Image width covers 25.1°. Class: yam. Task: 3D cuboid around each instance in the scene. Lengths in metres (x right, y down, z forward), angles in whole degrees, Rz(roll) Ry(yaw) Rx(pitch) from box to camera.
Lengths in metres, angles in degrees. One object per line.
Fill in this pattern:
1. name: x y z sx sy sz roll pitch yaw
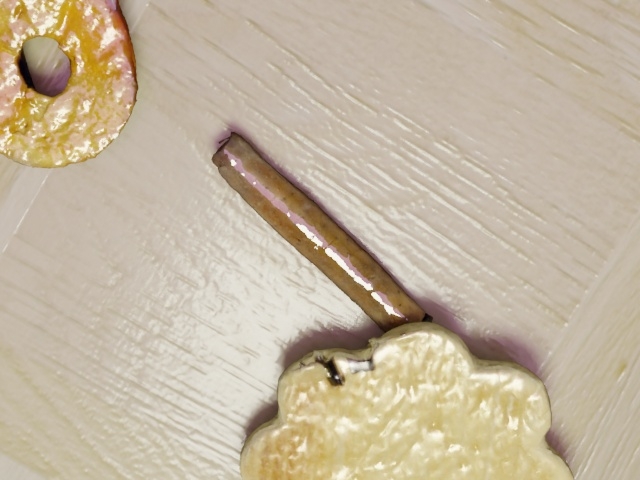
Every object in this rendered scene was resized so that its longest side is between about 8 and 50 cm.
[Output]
1. yam: 0.000 0.000 1.348 0.264 0.046 0.046 44 94 -6

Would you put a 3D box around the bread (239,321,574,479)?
1. bread: 0.084 0.219 1.358 0.316 0.054 0.316 0 106 0

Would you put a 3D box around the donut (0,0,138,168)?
1. donut: -0.249 -0.162 1.307 0.174 0.074 0.190 -32 101 1
